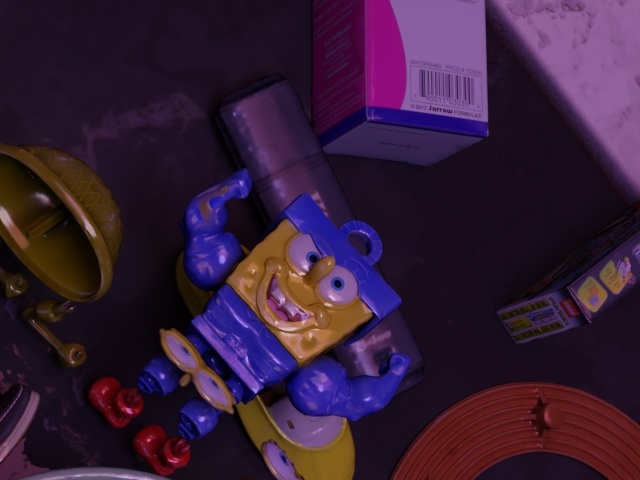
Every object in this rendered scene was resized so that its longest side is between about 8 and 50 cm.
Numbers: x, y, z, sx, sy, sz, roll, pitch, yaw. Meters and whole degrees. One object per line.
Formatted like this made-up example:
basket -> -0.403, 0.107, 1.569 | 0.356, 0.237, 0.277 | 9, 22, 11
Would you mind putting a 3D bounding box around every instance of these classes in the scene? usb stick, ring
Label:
usb stick -> 0.000, 0.000, 1.339 | 0.077, 0.045, 0.278 | -25, 90, -29
ring -> 0.193, 0.282, 1.374 | 0.336, 0.032, 0.337 | 6, 76, -25

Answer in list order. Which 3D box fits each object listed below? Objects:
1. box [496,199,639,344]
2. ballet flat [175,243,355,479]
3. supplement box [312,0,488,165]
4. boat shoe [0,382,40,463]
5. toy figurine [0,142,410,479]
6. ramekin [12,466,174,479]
box -> 0.256, 0.012, 1.421 | 0.207, 0.114, 0.036 | -35, 94, -28
ballet flat -> -0.035, 0.096, 1.281 | 0.077, 0.077, 0.231 | -32, 93, -30
supplement box -> 0.064, -0.184, 1.376 | 0.111, 0.114, 0.220 | 6, 76, -23
boat shoe -> -0.258, 0.154, 1.172 | 0.049, 0.056, 0.152 | 46, 63, -15
toy figurine -> -0.059, 0.041, 1.201 | 0.217, 0.191, 0.362 | -39, 84, -27
ramekin -> -0.157, 0.302, 1.100 | 0.303, 0.148, 0.303 | 2, 81, -10
